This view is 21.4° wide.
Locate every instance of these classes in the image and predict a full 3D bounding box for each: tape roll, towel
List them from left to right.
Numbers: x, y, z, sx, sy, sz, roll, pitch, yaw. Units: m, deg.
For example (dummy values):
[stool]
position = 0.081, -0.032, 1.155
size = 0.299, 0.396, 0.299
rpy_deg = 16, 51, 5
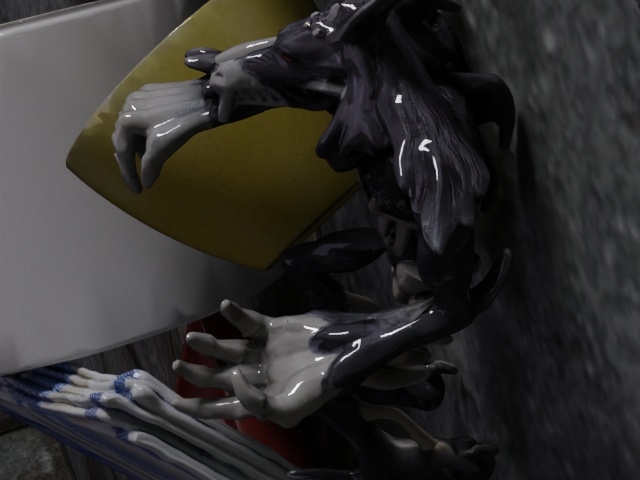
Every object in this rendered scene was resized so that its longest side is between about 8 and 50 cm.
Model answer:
[tape roll]
position = -0.152, -0.039, 0.941
size = 0.246, 0.246, 0.169
rpy_deg = -158, 52, -72
[towel]
position = -0.087, 0.116, 0.941
size = 0.209, 0.034, 0.285
rpy_deg = 34, 165, -27

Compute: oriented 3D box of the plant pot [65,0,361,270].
[plant pot]
position = -0.031, -0.044, 0.754
size = 0.095, 0.134, 0.134
rpy_deg = 47, 163, 3

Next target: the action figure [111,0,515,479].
[action figure]
position = 0.000, 0.000, 0.620
size = 0.275, 0.141, 0.164
rpy_deg = 86, 173, -46

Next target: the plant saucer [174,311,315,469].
[plant saucer]
position = -0.035, 0.190, 1.154
size = 0.259, 0.048, 0.258
rpy_deg = 109, 142, -68
